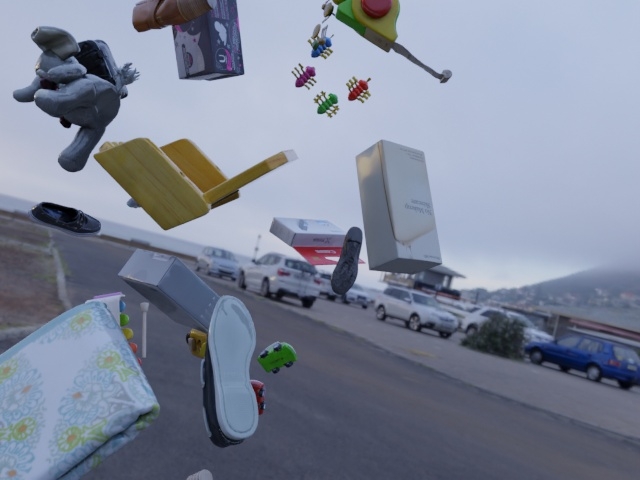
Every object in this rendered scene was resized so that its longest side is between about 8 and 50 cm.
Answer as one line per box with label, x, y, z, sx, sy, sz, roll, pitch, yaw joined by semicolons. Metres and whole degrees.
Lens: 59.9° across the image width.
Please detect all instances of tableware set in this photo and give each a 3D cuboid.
tableware set;0.010;-0.668;1.722;0.024;0.154;0.104;15;-14;-28

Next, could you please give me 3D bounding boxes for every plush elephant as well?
plush elephant;-0.688;-0.409;1.491;0.255;0.330;0.272;26;-27;11

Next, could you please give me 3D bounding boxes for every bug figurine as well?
bug figurine;0.030;-0.549;1.884;0.279;0.216;0.072;49;-4;-7

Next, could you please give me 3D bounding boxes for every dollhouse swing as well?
dollhouse swing;-0.275;-0.208;1.332;0.315;0.305;0.347;47;10;-4

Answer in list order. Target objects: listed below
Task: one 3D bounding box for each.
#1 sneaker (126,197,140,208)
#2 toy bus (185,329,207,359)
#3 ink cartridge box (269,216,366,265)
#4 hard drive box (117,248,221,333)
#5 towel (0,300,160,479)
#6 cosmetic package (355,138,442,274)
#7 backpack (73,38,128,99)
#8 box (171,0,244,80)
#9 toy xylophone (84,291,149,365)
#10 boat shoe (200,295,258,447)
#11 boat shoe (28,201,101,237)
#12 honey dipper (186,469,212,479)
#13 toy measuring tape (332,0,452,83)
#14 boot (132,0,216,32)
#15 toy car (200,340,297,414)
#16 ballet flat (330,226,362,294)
sneaker;-0.477;-0.129;1.498;0.038;0.069;0.098;38;40;18
toy bus;-0.327;0.287;1.592;0.104;0.202;0.191;-11;58;-49
ink cartridge box;0.000;0.000;2.065;0.296;0.066;0.261;1;26;-46
hard drive box;-0.369;0.133;1.420;0.181;0.089;0.232;8;-32;40
towel;-0.508;0.314;1.019;0.320;0.374;0.090;43;-17;39
cosmetic package;0.193;-0.080;1.397;0.160;0.310;0.113;7;-23;-36
backpack;-0.816;-0.553;1.905;0.253;0.225;0.191;-20;18;2
box;-0.347;-0.620;1.683;0.163;0.248;0.142;1;12;33
toy xylophone;-0.675;0.319;1.829;0.236;0.323;0.081;-2;-21;0
boat shoe;-0.194;0.258;1.123;0.114;0.303;0.091;22;-44;-31
boat shoe;-0.773;-0.072;1.717;0.076;0.080;0.228;-24;-31;33
honey dipper;-0.250;0.432;0.958;0.160;0.031;0.030;-32;-28;27
toy measuring tape;0.174;-0.487;1.256;0.330;0.121;0.121;31;-4;-2
boot;-0.370;-0.643;1.479;0.220;0.284;0.109;-13;-45;16
toy car;-0.148;0.302;1.358;0.224;0.239;0.053;-28;16;24
ballet flat;0.092;0.071;1.900;0.084;0.250;0.058;15;-20;-1
